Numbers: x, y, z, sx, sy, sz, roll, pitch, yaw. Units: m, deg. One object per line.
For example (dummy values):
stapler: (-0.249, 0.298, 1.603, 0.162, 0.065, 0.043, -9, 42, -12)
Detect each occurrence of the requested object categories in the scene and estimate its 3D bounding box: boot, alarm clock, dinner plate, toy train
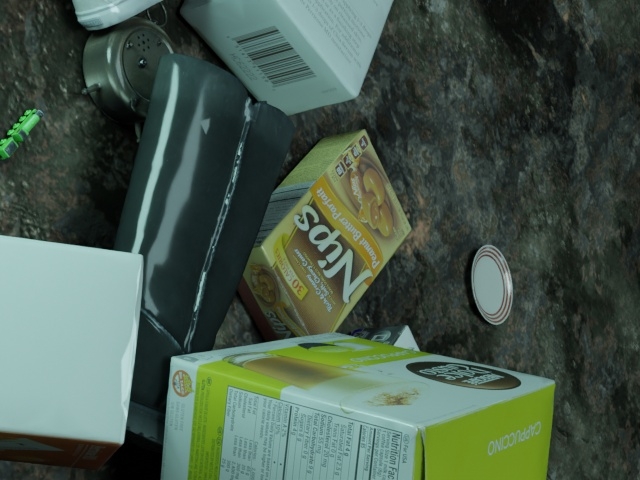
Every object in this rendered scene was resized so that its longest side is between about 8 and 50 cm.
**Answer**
boot: (-0.207, -0.016, 1.468, 0.367, 0.146, 0.445, 43, 61, -55)
alarm clock: (-0.226, -0.229, 1.612, 0.129, 0.064, 0.192, 42, 48, -39)
boot: (-0.222, -0.365, 1.611, 0.258, 0.095, 0.123, -43, 123, -46)
dinner plate: (0.297, 0.078, 2.257, 0.141, 0.017, 0.141, 13, 73, -50)
toy train: (-0.342, -0.122, 1.464, 0.017, 0.024, 0.083, 56, 44, -29)

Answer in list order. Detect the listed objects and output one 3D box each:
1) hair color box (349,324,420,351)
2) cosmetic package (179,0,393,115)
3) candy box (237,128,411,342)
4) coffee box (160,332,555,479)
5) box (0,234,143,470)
hair color box: (0.115, 0.315, 1.897, 0.185, 0.110, 0.339, -48, 122, -44)
cosmetic package: (-0.007, -0.424, 1.849, 0.230, 0.161, 0.453, 48, 48, -35)
candy box: (0.000, 0.000, 1.829, 0.316, 0.087, 0.183, -51, 122, -45)
coffee box: (0.043, 0.311, 1.486, 0.337, 0.334, 0.338, -4, 102, -55)
box: (-0.345, 0.093, 1.128, 0.345, 0.215, 0.168, 8, 73, -13)
